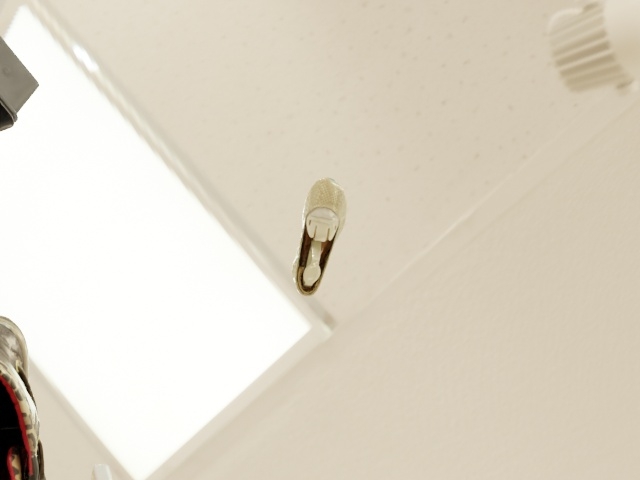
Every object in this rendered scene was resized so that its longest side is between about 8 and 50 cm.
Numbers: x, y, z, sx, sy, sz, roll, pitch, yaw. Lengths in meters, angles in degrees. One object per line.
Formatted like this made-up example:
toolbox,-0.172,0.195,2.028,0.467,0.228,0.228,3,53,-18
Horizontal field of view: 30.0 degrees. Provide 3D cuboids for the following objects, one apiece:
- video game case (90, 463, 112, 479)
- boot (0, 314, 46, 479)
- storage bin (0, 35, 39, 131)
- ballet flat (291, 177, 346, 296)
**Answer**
video game case,-0.291,0.455,1.608,0.227,0.026,0.206,-119,-142,-50
boot,-0.391,0.286,1.416,0.284,0.138,0.378,-173,-98,-77
storage bin,-0.506,-0.247,1.837,0.098,0.091,0.135,-11,-56,45
ballet flat,0.000,0.000,1.531,0.057,0.052,0.168,8,-56,-5
